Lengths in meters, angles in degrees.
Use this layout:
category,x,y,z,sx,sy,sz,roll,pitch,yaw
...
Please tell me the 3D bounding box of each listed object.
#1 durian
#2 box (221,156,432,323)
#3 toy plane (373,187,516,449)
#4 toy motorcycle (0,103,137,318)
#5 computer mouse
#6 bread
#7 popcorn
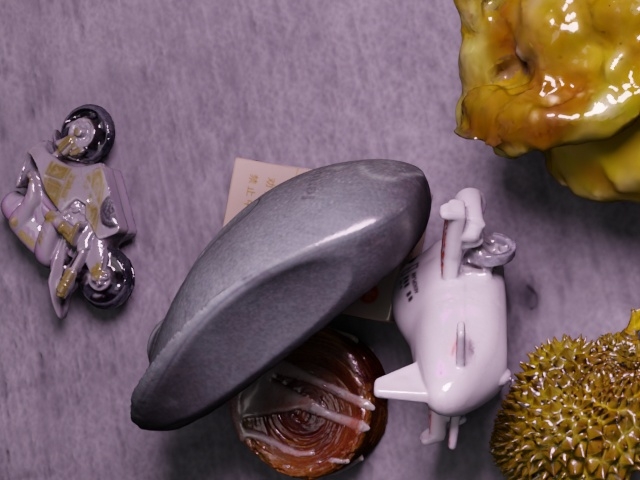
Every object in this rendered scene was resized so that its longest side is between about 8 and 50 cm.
category,x,y,z,sx,sy,sz,roll,pitch,yaw
durian,0.242,0.150,1.381,0.146,0.102,0.208,37,95,27
box,0.000,0.000,1.516,0.201,0.058,0.141,9,88,24
toy plane,0.118,0.077,1.372,0.118,0.252,0.252,5,86,6
toy motorcycle,-0.275,-0.028,1.624,0.152,0.073,0.225,-14,78,22
computer mouse,-0.059,0.037,1.396,0.374,0.203,0.114,-39,104,22
bread,-0.011,0.156,1.497,0.160,0.073,0.160,-1,88,22
popcorn,0.272,-0.194,1.312,0.321,0.290,0.326,19,91,12
